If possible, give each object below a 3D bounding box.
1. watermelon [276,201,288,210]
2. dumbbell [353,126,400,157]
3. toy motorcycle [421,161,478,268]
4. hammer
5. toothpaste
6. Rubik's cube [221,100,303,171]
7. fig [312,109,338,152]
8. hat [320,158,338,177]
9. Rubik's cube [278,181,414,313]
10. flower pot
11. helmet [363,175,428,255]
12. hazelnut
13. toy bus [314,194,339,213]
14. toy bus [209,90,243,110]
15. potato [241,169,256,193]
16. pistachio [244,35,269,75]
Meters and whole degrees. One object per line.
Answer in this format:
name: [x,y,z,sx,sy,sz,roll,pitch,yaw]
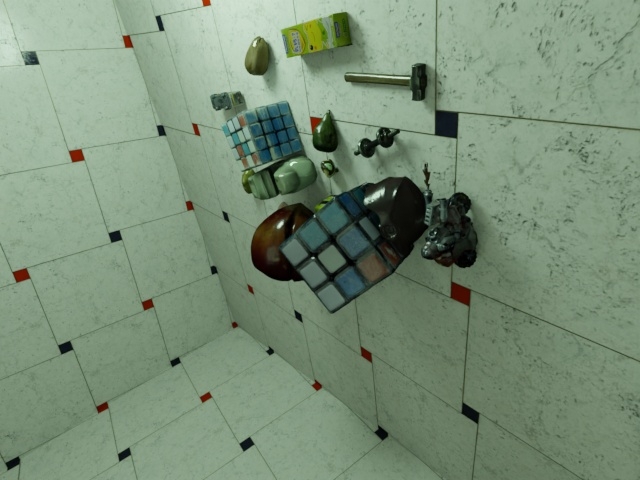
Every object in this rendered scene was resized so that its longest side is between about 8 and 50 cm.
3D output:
watermelon: [-0.193,-0.113,2.280,0.207,0.136,0.202,-27,99,44]
dumbbell: [0.209,-0.369,1.531,0.254,0.082,0.081,-14,103,57]
toy motorcycle: [0.420,-0.067,1.370,0.134,0.207,0.400,-129,23,-65]
hammer: [0.216,-0.562,1.412,0.365,0.043,0.111,28,137,45]
toothpaste: [-0.021,-0.774,1.532,0.327,0.077,0.110,18,130,47]
Rubik's cube: [-0.281,-0.501,1.951,0.253,0.256,0.258,4,118,54]
fig: [0.018,-0.463,1.716,0.117,0.117,0.177,21,121,46]
hat: [0.040,-0.329,1.826,0.077,0.059,0.076,50,164,25]
Rubik's cube: [0.109,0.018,1.611,0.363,0.359,0.362,-35,92,29]
flower pot: [-0.172,-0.302,1.963,0.368,0.254,0.164,3,117,52]
helmet: [0.310,-0.109,1.492,0.177,0.225,0.305,-35,90,27]
hazelnut: [-0.164,0.024,2.011,0.402,0.429,0.402,2,96,15]
toy bus: [0.073,-0.071,1.898,0.128,0.150,0.262,12,124,49]
toy bus: [-0.519,-0.769,2.216,0.268,0.106,0.092,19,130,50]
potato: [-0.434,-0.354,2.441,0.085,0.105,0.188,28,152,15]
pistachio: [-0.286,-0.836,1.842,0.108,0.126,0.185,16,142,-10]
